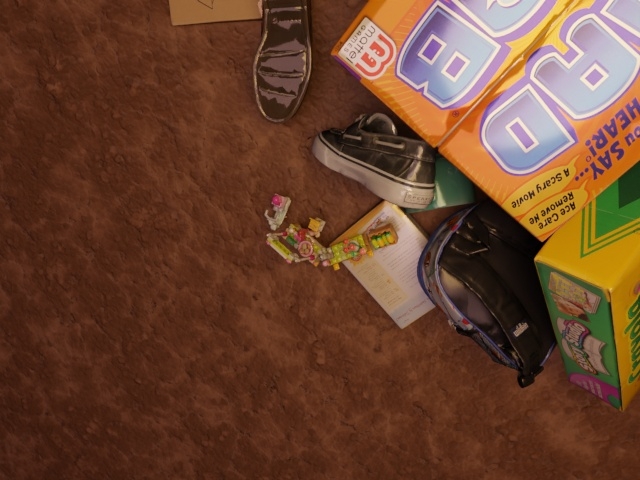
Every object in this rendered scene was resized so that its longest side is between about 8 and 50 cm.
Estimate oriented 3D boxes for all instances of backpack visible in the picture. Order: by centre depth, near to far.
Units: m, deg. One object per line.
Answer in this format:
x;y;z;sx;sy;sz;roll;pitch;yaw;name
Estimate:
0.313;0.060;0.837;0.263;0.213;0.276;43;77;-9;backpack

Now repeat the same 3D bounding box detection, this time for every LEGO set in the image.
0.000;0.000;0.937;0.287;0.107;0.132;17;101;27;LEGO set

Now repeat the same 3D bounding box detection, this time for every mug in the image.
0.213;-0.107;0.860;0.130;0.158;0.097;-9;91;0;mug

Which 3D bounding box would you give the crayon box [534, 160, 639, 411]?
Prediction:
0.469;0.036;0.691;0.313;0.106;0.362;-48;132;-12;crayon box

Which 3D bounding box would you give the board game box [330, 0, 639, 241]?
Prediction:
0.293;-0.284;0.673;0.356;0.356;0.356;42;113;0;board game box

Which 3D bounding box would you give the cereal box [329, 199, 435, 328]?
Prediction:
0.159;0.046;0.983;0.173;0.047;0.240;-39;94;23;cereal box

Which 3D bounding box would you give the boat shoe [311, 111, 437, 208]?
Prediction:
0.096;-0.159;0.819;0.121;0.335;0.119;4;111;-32;boat shoe

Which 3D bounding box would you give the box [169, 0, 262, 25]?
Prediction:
-0.205;-0.511;0.920;0.202;0.021;0.164;3;108;14;box

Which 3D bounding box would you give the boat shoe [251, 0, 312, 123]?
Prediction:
-0.059;-0.374;0.883;0.111;0.104;0.306;9;108;3;boat shoe
